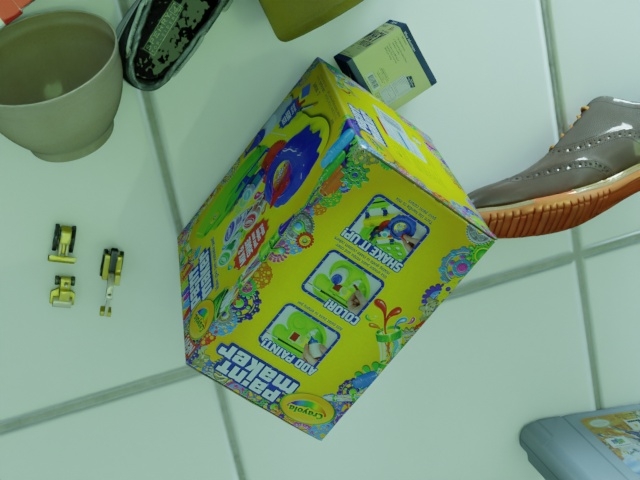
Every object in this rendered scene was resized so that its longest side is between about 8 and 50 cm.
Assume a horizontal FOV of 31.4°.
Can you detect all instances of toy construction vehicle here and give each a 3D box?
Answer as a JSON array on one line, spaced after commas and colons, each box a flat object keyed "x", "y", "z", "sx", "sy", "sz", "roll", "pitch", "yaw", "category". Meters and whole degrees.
[{"x": -0.271, "y": 0.036, "z": 1.306, "sx": 0.086, "sy": 0.035, "sz": 0.098, "roll": 10, "pitch": 101, "yaw": -19, "category": "toy construction vehicle"}]

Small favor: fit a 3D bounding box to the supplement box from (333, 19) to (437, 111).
[{"x": 0.076, "y": -0.200, "z": 1.334, "sx": 0.083, "sy": 0.056, "sz": 0.083, "roll": -34, "pitch": 112, "yaw": -5, "category": "supplement box"}]

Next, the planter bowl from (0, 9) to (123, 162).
[{"x": -0.278, "y": -0.152, "z": 1.202, "sx": 0.162, "sy": 0.162, "sz": 0.109, "roll": -22, "pitch": 135, "yaw": -10, "category": "planter bowl"}]

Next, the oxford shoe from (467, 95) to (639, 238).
[{"x": 0.330, "y": -0.098, "z": 1.425, "sx": 0.363, "sy": 0.130, "sz": 0.133, "roll": -17, "pitch": 76, "yaw": -5, "category": "oxford shoe"}]

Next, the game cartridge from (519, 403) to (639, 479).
[{"x": 0.438, "y": 0.282, "z": 1.495, "sx": 0.297, "sy": 0.198, "sz": 0.062, "roll": -6, "pitch": 106, "yaw": -15, "category": "game cartridge"}]

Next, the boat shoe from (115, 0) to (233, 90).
[{"x": -0.129, "y": -0.299, "z": 1.221, "sx": 0.113, "sy": 0.105, "sz": 0.306, "roll": 34, "pitch": 93, "yaw": -22, "category": "boat shoe"}]

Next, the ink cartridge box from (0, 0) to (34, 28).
[{"x": -0.401, "y": -0.252, "z": 1.168, "sx": 0.231, "sy": 0.078, "sz": 0.134, "roll": -37, "pitch": 112, "yaw": -5, "category": "ink cartridge box"}]

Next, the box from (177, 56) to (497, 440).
[{"x": 0.000, "y": 0.000, "z": 1.213, "sx": 0.177, "sy": 0.290, "sz": 0.279, "roll": 33, "pitch": 106, "yaw": -21, "category": "box"}]

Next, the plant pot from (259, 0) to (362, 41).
[{"x": 0.038, "y": -0.355, "z": 1.171, "sx": 0.212, "sy": 0.187, "sz": 0.212, "roll": -42, "pitch": 115, "yaw": -33, "category": "plant pot"}]
